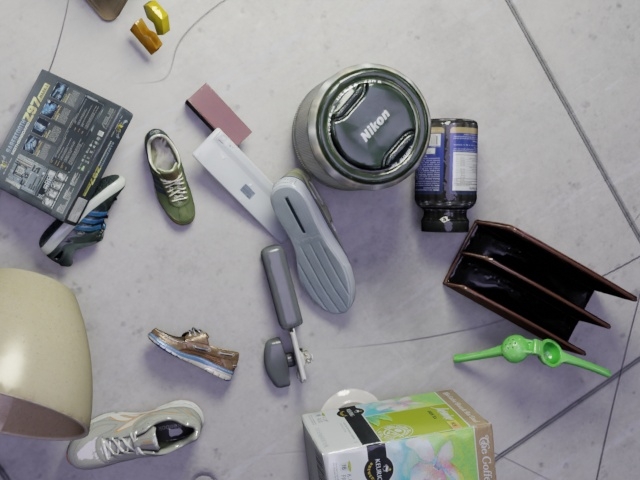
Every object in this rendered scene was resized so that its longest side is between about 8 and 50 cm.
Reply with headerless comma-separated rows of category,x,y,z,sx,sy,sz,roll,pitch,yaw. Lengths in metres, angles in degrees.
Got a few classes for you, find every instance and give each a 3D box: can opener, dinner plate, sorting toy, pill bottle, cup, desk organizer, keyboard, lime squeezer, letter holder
can opener,-0.076,0.149,1.753,0.093,0.074,0.280,-11,94,-9
dinner plate,0.065,0.368,1.821,0.141,0.017,0.141,0,91,-11
sorting toy,-0.379,-0.475,1.596,0.307,0.229,0.041,49,59,-9
pill bottle,0.246,-0.126,1.777,0.123,0.123,0.219,1,93,-11
cup,-0.538,0.187,1.571,0.331,0.331,0.237,14,64,-11
desk organizer,-0.194,-0.234,1.726,0.050,0.047,0.130,-45,100,-8
keyboard,-0.133,-0.101,1.733,0.072,0.014,0.256,-44,114,0
lime squeezer,0.419,0.233,1.783,0.310,0.059,0.110,4,134,9
letter holder,0.430,0.097,1.776,0.302,0.214,0.152,29,87,-11

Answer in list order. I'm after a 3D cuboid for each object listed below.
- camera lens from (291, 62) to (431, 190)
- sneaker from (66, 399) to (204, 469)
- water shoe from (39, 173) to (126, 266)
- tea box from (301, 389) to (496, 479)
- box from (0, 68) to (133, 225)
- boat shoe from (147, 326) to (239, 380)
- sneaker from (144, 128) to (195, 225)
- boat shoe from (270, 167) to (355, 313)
camera lens,0.067,-0.201,1.661,0.219,0.274,0.219,-1,93,-11
sneaker,-0.345,0.366,1.688,0.262,0.121,0.099,-17,95,-10
water shoe,-0.429,-0.038,1.689,0.203,0.073,0.080,-42,120,-2
tea box,0.154,0.492,1.730,0.323,0.220,0.329,-9,100,-11
box,-0.472,-0.168,1.636,0.183,0.059,0.233,25,87,14
boat shoe,-0.240,0.202,1.734,0.183,0.066,0.066,29,82,-21
sneaker,-0.284,-0.118,1.694,0.064,0.086,0.192,-19,96,-9
boat shoe,0.000,0.000,1.742,0.109,0.094,0.302,-8,117,27
